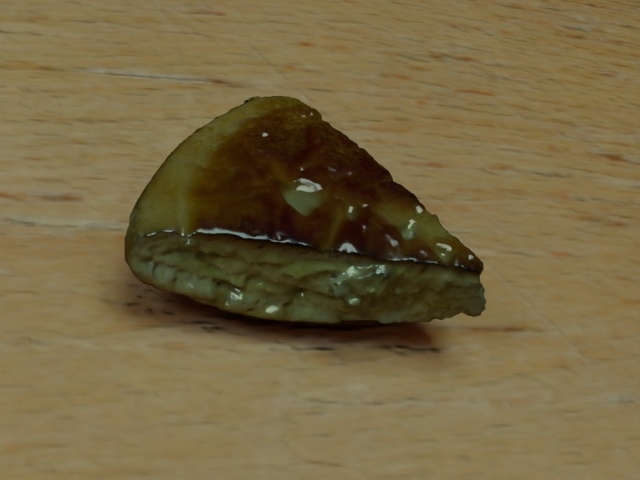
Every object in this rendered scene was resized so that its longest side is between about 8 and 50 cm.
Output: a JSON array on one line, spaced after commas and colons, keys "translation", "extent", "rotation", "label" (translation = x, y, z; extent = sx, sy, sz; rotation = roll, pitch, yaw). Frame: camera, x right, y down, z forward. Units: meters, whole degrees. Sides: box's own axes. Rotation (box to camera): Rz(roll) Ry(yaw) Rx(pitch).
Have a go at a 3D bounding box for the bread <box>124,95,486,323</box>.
[{"translation": [-0.024, -0.003, 0.620], "extent": [0.136, 0.054, 0.154], "rotation": [-11, 39, -42], "label": "bread"}]
